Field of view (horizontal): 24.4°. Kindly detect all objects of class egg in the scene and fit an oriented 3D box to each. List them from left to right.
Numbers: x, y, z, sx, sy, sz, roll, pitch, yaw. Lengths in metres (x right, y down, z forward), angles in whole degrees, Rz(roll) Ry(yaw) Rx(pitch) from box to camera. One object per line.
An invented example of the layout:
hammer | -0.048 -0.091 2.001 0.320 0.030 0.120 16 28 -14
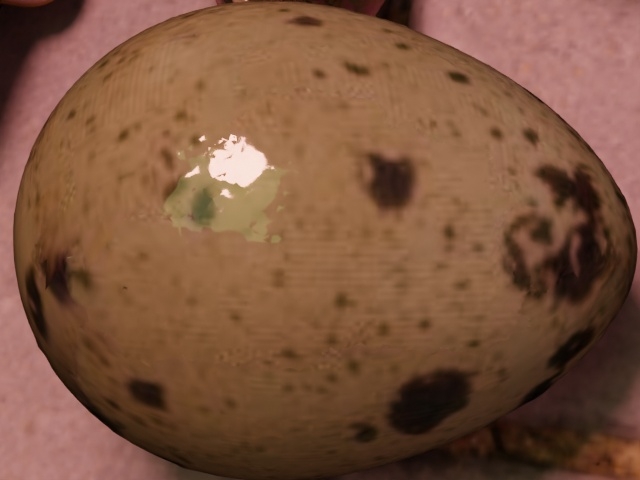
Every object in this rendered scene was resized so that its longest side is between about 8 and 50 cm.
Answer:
egg | 0.000 0.000 0.544 0.228 0.177 0.177 -1 72 10

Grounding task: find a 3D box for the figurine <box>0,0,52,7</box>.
figurine | -0.196 -0.196 0.706 0.308 0.143 0.308 -5 71 14

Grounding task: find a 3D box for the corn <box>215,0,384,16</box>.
corn | -0.015 -0.252 0.670 0.127 0.126 0.335 -9 73 19
